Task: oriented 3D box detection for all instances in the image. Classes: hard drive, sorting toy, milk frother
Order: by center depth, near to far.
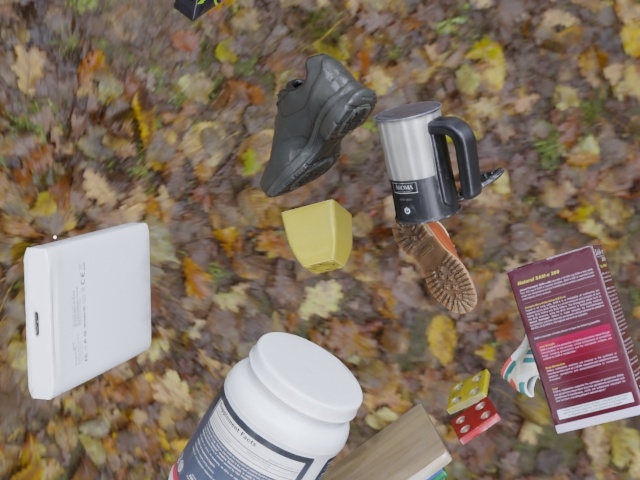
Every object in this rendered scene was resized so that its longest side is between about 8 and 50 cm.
[{"bbox_3d":[0.083,0.242,1.167,0.274,0.132,0.046,-37,105,2],"label":"sorting toy"},{"bbox_3d":[0.149,-0.106,1.380,0.129,0.143,0.135,-5,109,25],"label":"milk frother"},{"bbox_3d":[-0.327,0.091,1.615,0.040,0.307,0.203,2,98,16],"label":"hard drive"}]

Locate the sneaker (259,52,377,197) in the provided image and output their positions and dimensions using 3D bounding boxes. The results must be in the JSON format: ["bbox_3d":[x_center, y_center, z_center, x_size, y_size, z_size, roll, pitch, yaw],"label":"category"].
[{"bbox_3d":[-0.023,-0.178,1.749,0.109,0.286,0.130,-25,72,-46],"label":"sneaker"}]

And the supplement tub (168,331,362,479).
[{"bbox_3d":[-0.079,0.287,1.589,0.191,0.191,0.272,27,109,-12],"label":"supplement tub"}]

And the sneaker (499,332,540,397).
[{"bbox_3d":[0.360,0.184,1.818,0.057,0.075,0.161,1,126,-46],"label":"sneaker"}]

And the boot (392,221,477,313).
[{"bbox_3d":[0.171,0.028,1.533,0.059,0.084,0.158,-41,73,25],"label":"boot"}]

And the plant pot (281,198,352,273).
[{"bbox_3d":[0.000,0.000,1.592,0.081,0.081,0.083,-14,69,18],"label":"plant pot"}]

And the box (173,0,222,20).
[{"bbox_3d":[-0.064,-0.282,1.020,0.029,0.116,0.162,38,55,12],"label":"box"}]

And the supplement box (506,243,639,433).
[{"bbox_3d":[0.363,0.137,1.572,0.130,0.073,0.239,-18,84,25],"label":"supplement box"}]
